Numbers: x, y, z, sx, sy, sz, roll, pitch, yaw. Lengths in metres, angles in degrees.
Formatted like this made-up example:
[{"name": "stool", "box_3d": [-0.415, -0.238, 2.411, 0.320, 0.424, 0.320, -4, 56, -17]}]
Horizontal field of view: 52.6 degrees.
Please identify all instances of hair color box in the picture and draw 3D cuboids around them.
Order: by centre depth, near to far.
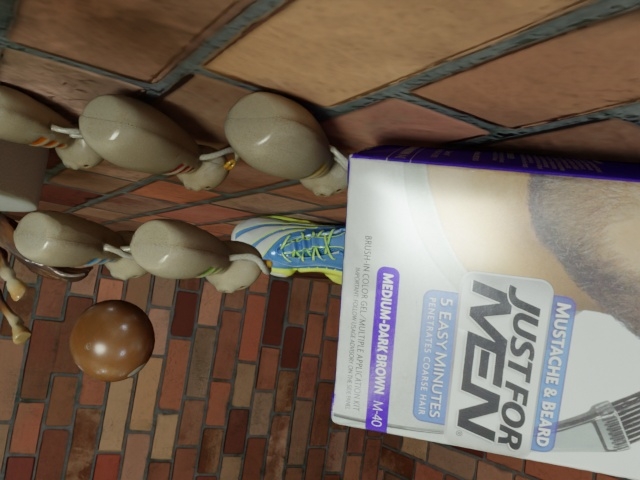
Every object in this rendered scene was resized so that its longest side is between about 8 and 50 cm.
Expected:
[{"name": "hair color box", "box_3d": [0.184, 0.044, 0.419, 0.338, 0.185, 0.110, 6, -167, 13]}]

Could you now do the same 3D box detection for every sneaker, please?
[{"name": "sneaker", "box_3d": [0.000, 0.000, 0.920, 0.240, 0.091, 0.126, 11, 155, -19]}]

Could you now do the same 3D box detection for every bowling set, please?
[{"name": "bowling set", "box_3d": [-0.127, -0.004, 0.484, 0.286, 0.200, 0.154, 10, 176, 21]}]

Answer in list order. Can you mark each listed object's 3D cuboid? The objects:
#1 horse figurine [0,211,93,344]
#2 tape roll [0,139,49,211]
[{"name": "horse figurine", "box_3d": [-0.267, -0.024, 0.426, 0.174, 0.066, 0.263, 49, 180, 23]}, {"name": "tape roll", "box_3d": [-0.456, -0.098, 0.589, 0.391, 0.072, 0.392, 8, 174, 1]}]
